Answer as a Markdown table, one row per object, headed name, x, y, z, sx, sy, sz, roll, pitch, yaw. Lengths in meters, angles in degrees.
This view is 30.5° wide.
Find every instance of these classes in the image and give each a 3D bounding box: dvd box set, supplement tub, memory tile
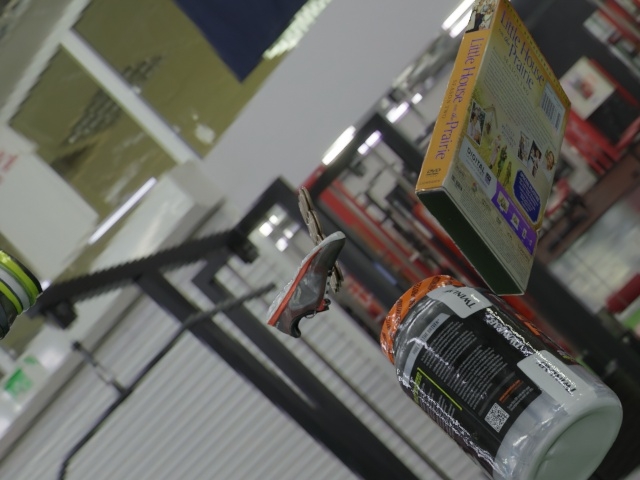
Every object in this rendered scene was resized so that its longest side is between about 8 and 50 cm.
| name | x | y | z | sx | sy | sz | roll | pitch | yaw |
| --- | --- | --- | --- | --- | --- | --- | --- | --- | --- |
| dvd box set | 0.302 | -0.163 | 1.983 | 0.062 | 0.307 | 0.420 | -5 | 54 | 36 |
| supplement tub | 0.250 | 0.206 | 1.704 | 0.207 | 0.338 | 0.207 | -24 | -45 | -26 |
| memory tile | 0.000 | 0.000 | 1.671 | 0.012 | 0.148 | 0.113 | -20 | -13 | -5 |

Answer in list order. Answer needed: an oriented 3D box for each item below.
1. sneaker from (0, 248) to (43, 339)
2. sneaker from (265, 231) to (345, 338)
| name | x | y | z | sx | sy | sz | roll | pitch | yaw |
| --- | --- | --- | --- | --- | --- | --- | --- | --- | --- |
| sneaker | -0.462 | 0.045 | 1.274 | 0.111 | 0.300 | 0.121 | 89 | -161 | -52 |
| sneaker | -0.005 | 0.061 | 1.549 | 0.158 | 0.065 | 0.061 | -54 | -10 | 10 |
